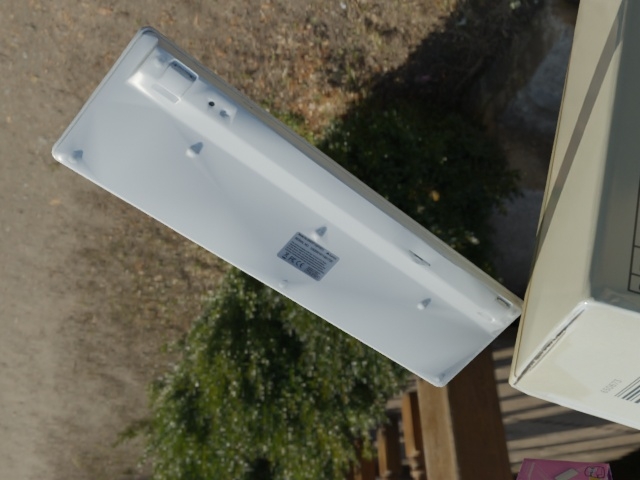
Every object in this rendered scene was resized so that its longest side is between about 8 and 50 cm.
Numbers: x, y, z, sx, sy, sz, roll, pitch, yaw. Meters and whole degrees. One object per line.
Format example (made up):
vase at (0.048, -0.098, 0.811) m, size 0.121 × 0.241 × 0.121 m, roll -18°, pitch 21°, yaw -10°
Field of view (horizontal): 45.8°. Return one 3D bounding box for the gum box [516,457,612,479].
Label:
gum box at (0.276, 0.344, 0.892) m, size 0.107 × 0.188 × 0.062 m, roll -5°, pitch 113°, yaw 31°

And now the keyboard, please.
keyboard at (0.000, 0.000, 0.375) m, size 0.256 × 0.014 × 0.072 m, roll 34°, pitch 114°, yaw -28°

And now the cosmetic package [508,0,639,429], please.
cosmetic package at (0.217, -0.053, 0.413) m, size 0.160 × 0.309 × 0.113 m, roll 18°, pitch 150°, yaw 5°
